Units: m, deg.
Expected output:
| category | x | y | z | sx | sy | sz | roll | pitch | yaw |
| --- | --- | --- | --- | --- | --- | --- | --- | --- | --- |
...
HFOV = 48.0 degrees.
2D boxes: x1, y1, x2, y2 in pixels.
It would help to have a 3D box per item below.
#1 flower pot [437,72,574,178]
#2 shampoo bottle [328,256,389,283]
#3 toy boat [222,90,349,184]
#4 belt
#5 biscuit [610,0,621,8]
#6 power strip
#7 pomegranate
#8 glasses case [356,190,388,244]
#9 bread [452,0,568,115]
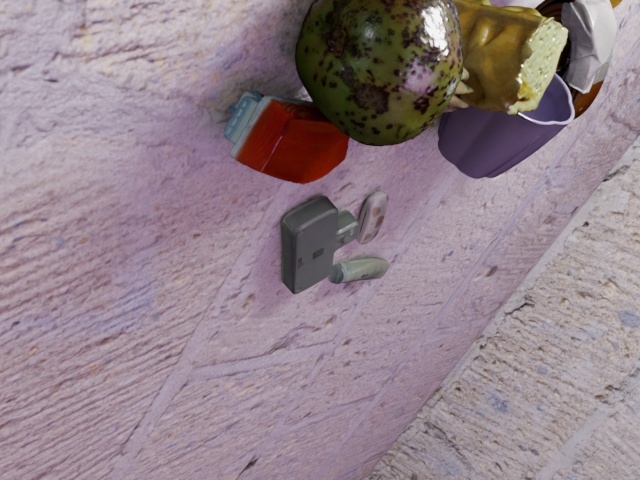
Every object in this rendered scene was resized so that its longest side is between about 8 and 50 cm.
| category | x | y | z | sx | sy | sz | roll | pitch | yaw |
| --- | --- | --- | --- | --- | --- | --- | --- | --- | --- |
| flower pot | 0.395 | -0.281 | 1.646 | 0.265 | 0.265 | 0.243 | -20 | 158 | -41 |
| shampoo bottle | 0.104 | 0.081 | 1.921 | 0.212 | 0.049 | 0.072 | -7 | 138 | -50 |
| toy boat | -0.058 | -0.185 | 1.264 | 0.145 | 0.133 | 0.332 | -59 | 161 | 13 |
| belt | 0.563 | -0.421 | 1.696 | 0.122 | 0.217 | 0.339 | -24 | 140 | -36 |
| biscuit | 0.710 | -0.623 | 1.828 | 0.240 | 0.035 | 0.158 | -22 | 147 | -38 |
| power strip | 0.000 | 0.000 | 1.651 | 0.193 | 0.059 | 0.265 | -28 | 149 | -23 |
| pomegranate | 0.132 | -0.294 | 1.189 | 0.340 | 0.285 | 0.285 | 5 | 124 | -47 |
| glasses case | 0.127 | -0.055 | 1.775 | 0.063 | 0.041 | 0.164 | -26 | 147 | -34 |
| bread | 0.321 | -0.357 | 1.374 | 0.238 | 0.252 | 0.196 | -22 | 126 | -48 |
